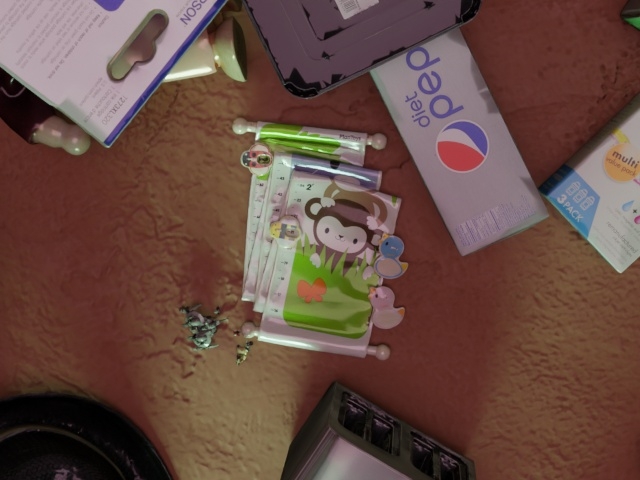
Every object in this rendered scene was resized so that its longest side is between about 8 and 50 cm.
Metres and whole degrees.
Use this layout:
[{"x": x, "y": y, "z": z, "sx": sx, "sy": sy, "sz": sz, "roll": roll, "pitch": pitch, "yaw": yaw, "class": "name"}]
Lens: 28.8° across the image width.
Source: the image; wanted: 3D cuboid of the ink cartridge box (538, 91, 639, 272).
[{"x": 0.308, "y": -0.071, "z": 1.169, "sx": 0.181, "sy": 0.061, "sz": 0.104, "roll": -44, "pitch": 95, "yaw": 7, "class": "ink cartridge box"}]

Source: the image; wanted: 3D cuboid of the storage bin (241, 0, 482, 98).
[{"x": 0.034, "y": -0.207, "z": 1.052, "sx": 0.180, "sy": 0.084, "sz": 0.122, "roll": -25, "pitch": 96, "yaw": 6, "class": "storage bin"}]

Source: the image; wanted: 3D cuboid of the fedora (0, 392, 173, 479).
[{"x": -0.249, "y": 0.308, "z": 1.151, "sx": 0.334, "sy": 0.152, "sz": 0.334, "roll": 2, "pitch": 83, "yaw": -21, "class": "fedora"}]

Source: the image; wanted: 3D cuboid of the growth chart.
[{"x": 0.000, "y": 0.000, "z": 1.214, "sx": 0.172, "sy": 0.021, "sz": 0.237, "roll": 1, "pitch": 101, "yaw": 3, "class": "growth chart"}]

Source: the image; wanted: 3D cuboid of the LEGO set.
[{"x": -0.107, "y": 0.092, "z": 1.223, "sx": 0.083, "sy": 0.023, "sz": 0.054, "roll": 18, "pitch": 112, "yaw": 15, "class": "LEGO set"}]

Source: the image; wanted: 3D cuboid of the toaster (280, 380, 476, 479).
[{"x": 0.049, "y": 0.232, "z": 1.165, "sx": 0.168, "sy": 0.185, "sz": 0.110, "roll": 30, "pitch": 103, "yaw": -2, "class": "toaster"}]

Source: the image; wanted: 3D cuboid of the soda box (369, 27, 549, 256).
[{"x": 0.106, "y": -0.134, "z": 1.150, "sx": 0.091, "sy": 0.098, "sz": 0.286, "roll": -26, "pitch": 97, "yaw": 6, "class": "soda box"}]

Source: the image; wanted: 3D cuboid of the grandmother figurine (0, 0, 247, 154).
[{"x": -0.244, "y": -0.179, "z": 1.164, "sx": 0.342, "sy": 0.104, "sz": 0.208, "roll": -5, "pitch": 71, "yaw": 6, "class": "grandmother figurine"}]

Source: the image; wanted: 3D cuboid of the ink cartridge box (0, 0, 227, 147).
[{"x": -0.273, "y": -0.262, "z": 1.064, "sx": 0.371, "sy": 0.069, "sz": 0.176, "roll": 39, "pitch": 93, "yaw": -8, "class": "ink cartridge box"}]

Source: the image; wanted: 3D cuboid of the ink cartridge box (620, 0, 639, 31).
[{"x": 0.452, "y": -0.203, "z": 1.113, "sx": 0.289, "sy": 0.121, "sz": 0.211, "roll": 35, "pitch": 98, "yaw": -3, "class": "ink cartridge box"}]
